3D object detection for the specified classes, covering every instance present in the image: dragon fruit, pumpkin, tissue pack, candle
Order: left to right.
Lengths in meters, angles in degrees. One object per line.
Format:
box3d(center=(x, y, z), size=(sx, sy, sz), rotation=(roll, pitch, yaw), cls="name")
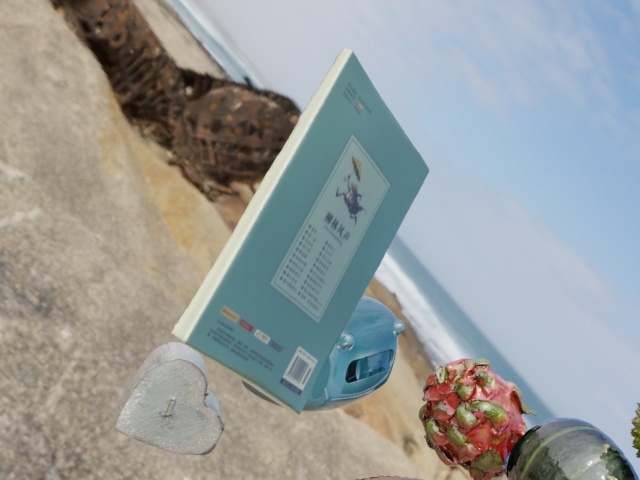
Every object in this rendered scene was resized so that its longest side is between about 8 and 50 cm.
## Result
box3d(center=(-0.251, 0.267, 1.279), size=(0.068, 0.168, 0.192), rotation=(-113, -171, -66), cls="candle")
box3d(center=(0.014, 0.195, 1.406), size=(0.206, 0.198, 0.287), rotation=(9, 5, 35), cls="tissue pack")
box3d(center=(0.367, 0.430, 1.905), size=(0.231, 0.237, 0.302), rotation=(4, -72, 55), cls="dragon fruit")
box3d(center=(0.549, 0.536, 1.686), size=(0.323, 0.241, 0.323), rotation=(58, -10, 16), cls="pumpkin")

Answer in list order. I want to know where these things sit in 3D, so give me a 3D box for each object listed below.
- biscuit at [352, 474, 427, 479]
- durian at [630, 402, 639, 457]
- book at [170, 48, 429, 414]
box3d(center=(0.093, 0.419, 0.987), size=(0.305, 0.305, 0.038), rotation=(48, 21, -14), cls="biscuit")
box3d(center=(0.721, 0.390, 1.535), size=(0.237, 0.200, 0.176), rotation=(8, 0, 35), cls="durian")
box3d(center=(0.000, 0.000, 0.939), size=(0.031, 0.379, 0.264), rotation=(18, -18, 36), cls="book")
